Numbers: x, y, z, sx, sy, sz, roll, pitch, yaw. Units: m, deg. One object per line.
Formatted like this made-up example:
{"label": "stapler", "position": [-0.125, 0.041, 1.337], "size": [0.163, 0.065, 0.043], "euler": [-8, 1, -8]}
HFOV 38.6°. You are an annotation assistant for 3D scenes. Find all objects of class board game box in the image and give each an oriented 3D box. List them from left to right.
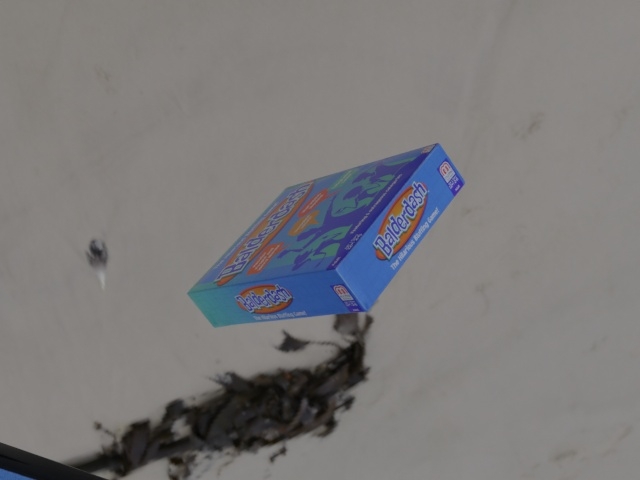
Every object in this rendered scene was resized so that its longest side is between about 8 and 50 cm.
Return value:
{"label": "board game box", "position": [0.000, 0.000, 0.781], "size": [0.047, 0.210, 0.160], "euler": [53, 54, -19]}

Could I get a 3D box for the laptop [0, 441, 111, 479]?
{"label": "laptop", "position": [0.017, 0.153, 0.266], "size": [0.264, 0.136, 0.234], "euler": [-11, 147, 44]}
